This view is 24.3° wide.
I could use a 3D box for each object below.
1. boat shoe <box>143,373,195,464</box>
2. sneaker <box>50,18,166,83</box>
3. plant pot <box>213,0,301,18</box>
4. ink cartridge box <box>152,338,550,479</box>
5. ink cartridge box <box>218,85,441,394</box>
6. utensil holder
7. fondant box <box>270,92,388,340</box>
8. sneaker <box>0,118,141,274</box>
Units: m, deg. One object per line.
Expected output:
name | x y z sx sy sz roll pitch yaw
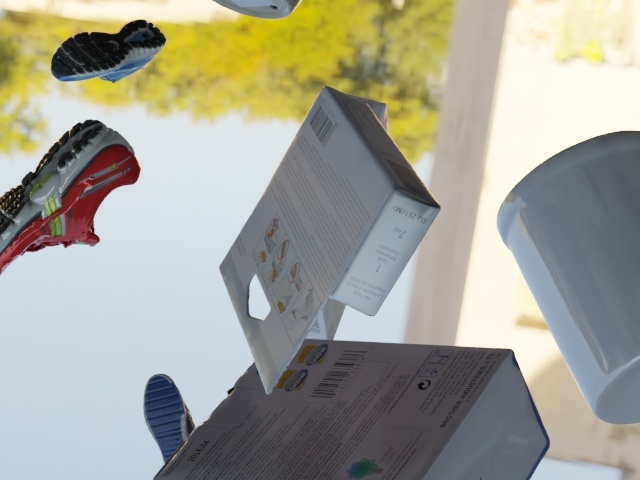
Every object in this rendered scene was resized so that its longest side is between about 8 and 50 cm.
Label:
boat shoe | -0.233 0.291 2.338 0.066 0.183 0.066 -10 -169 10
sneaker | -0.261 -0.215 1.816 0.162 0.073 0.063 -21 -116 -41
plant pot | -0.056 -0.426 1.856 0.256 0.274 0.256 16 168 3
ink cartridge box | 0.009 0.240 1.619 0.395 0.151 0.270 1 -145 37
ink cartridge box | 0.000 0.000 1.488 0.060 0.239 0.275 22 -161 -24
utensil holder | 0.514 0.065 2.469 0.327 0.327 0.385 2 -128 -32
fondant box | 0.016 -0.029 2.306 0.096 0.330 0.238 14 152 13
sneaker | -0.333 -0.020 1.844 0.118 0.279 0.107 44 -175 -27
